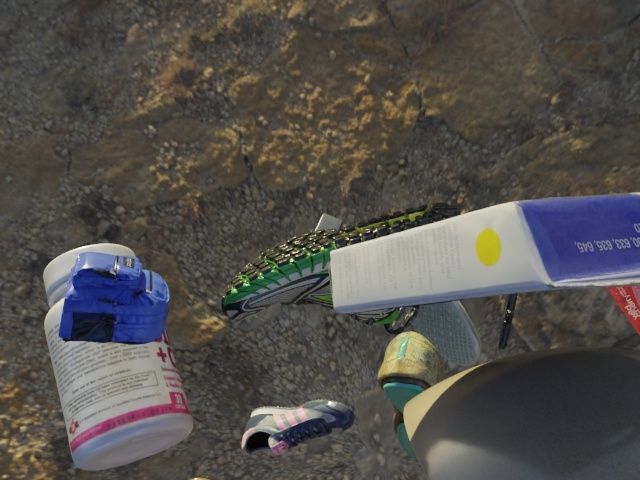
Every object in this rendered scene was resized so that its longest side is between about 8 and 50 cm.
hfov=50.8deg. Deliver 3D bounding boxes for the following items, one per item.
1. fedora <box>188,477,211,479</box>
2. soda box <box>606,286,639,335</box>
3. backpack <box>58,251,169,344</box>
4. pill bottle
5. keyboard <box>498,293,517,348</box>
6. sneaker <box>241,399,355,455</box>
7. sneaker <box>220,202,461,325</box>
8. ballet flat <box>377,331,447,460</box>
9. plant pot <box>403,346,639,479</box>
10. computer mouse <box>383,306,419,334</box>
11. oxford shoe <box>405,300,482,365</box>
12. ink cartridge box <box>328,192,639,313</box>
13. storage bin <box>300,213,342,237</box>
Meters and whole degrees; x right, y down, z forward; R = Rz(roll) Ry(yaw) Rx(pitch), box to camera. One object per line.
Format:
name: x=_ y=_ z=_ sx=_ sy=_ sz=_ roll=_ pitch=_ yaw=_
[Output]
fedora: x=-0.313 y=0.719 z=1.746 sx=0.195 sy=0.079 sz=0.194 roll=-2 pitch=69 yaw=6
soda box: x=0.589 y=0.146 z=1.111 sx=0.084 sy=0.092 sz=0.263 roll=-3 pitch=54 yaw=-39
backpack: x=-0.239 y=0.071 z=0.800 sx=0.120 sy=0.098 sz=0.101 roll=10 pitch=115 yaw=-18
pill bottle: x=-0.292 y=0.157 z=0.945 sx=0.161 sy=0.160 sz=0.283 roll=-22 pitch=67 yaw=-2
keyboard: x=0.460 y=0.180 z=1.647 sx=0.023 sy=0.108 sz=0.180 roll=9 pitch=115 yaw=13
sneaker: x=-0.062 y=0.496 z=1.732 sx=0.319 sy=0.112 sz=0.131 roll=-17 pitch=26 yaw=29
sneaker: x=0.032 y=0.060 z=0.904 sx=0.344 sy=0.134 sz=0.146 roll=-13 pitch=102 yaw=6
ballet flat: x=0.174 y=0.267 z=1.141 sx=0.123 sy=0.348 sz=0.123 roll=-10 pitch=50 yaw=12
plant pot: x=0.234 y=0.201 z=0.578 sx=0.191 sy=0.284 sz=0.284 roll=-40 pitch=73 yaw=8
computer mouse: x=0.181 y=0.061 z=1.198 sx=0.071 sy=0.041 sz=0.242 roll=35 pitch=71 yaw=-27
oxford shoe: x=0.284 y=0.132 z=1.807 sx=0.449 sy=0.169 sz=0.130 roll=52 pitch=40 yaw=12
ink cartridge box: x=0.209 y=0.002 z=0.507 sx=0.304 sy=0.307 sz=0.072 roll=-4 pitch=82 yaw=-29
storage bin: x=0.000 y=0.000 z=1.668 sx=0.098 sy=0.091 sz=0.135 roll=23 pitch=46 yaw=3
